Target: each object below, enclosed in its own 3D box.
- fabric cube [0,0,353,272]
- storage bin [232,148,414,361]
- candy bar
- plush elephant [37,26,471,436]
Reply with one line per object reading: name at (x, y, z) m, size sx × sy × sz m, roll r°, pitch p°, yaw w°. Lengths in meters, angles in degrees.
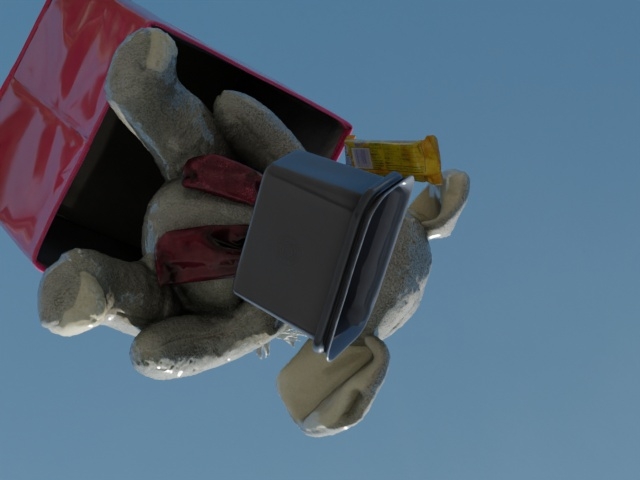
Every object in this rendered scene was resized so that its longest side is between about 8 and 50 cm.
fabric cube at (-0.176, -0.089, 1.381) m, size 0.258 × 0.254 × 0.259 m, roll 35°, pitch -81°, yaw 53°
storage bin at (0.000, 0.000, 0.972) m, size 0.091 × 0.098 × 0.135 m, roll 25°, pitch -64°, yaw 16°
candy bar at (0.058, -0.070, 1.148) m, size 0.018 × 0.161 × 0.040 m, roll -14°, pitch -80°, yaw -23°
plush elephant at (-0.027, 0.009, 1.128) m, size 0.255 × 0.330 × 0.272 m, roll -2°, pitch -121°, yaw 38°
